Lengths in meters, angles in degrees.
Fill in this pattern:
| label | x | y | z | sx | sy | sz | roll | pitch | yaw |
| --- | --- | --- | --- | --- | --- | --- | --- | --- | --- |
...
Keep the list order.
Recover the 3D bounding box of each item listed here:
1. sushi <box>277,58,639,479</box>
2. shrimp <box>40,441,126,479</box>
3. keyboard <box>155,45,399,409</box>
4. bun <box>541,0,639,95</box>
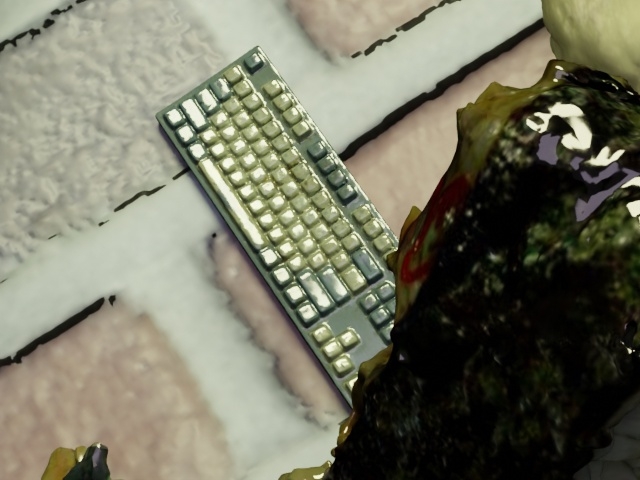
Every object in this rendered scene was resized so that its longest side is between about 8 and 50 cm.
| label | x | y | z | sx | sy | sz | roll | pitch | yaw |
| --- | --- | --- | --- | --- | --- | --- | --- | --- | --- |
| sushi | 0.083 | 0.042 | 0.559 | 0.147 | 0.213 | 0.115 | -17 | 48 | -38 |
| shrimp | -0.020 | 0.215 | 0.565 | 0.287 | 0.068 | 0.185 | 30 | 78 | 13 |
| keyboard | 0.000 | 0.001 | 0.668 | 0.055 | 0.014 | 0.176 | -34 | 70 | -3 |
| bun | 0.185 | -0.117 | 0.625 | 0.229 | 0.145 | 0.229 | 2 | 80 | -11 |
